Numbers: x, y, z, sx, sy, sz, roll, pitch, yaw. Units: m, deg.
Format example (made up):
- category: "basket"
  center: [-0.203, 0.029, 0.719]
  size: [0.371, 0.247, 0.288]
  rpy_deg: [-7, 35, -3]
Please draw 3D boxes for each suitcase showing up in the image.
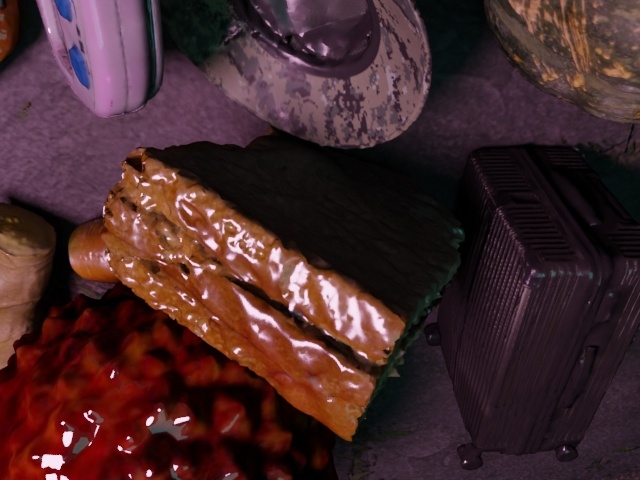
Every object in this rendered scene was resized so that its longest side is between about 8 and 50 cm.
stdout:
- category: "suitcase"
  center: [0.235, 0.081, 0.667]
  size: [0.152, 0.230, 0.335]
  rpy_deg: [-4, 129, -3]

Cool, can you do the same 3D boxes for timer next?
- category: "timer"
  center: [-0.181, -0.210, 0.428]
  size: [0.069, 0.191, 0.209]
  rpy_deg: [-21, 135, -27]

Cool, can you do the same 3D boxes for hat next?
- category: "hat"
  center: [-0.007, -0.208, 0.465]
  size: [0.265, 0.128, 0.265]
  rpy_deg: [26, 156, 12]

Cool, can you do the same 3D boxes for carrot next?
- category: "carrot"
  center: [-0.192, 0.008, 0.662]
  size: [0.193, 0.087, 0.087]
  rpy_deg: [-3, 129, -1]

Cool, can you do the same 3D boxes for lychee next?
- category: "lychee"
  center: [-0.192, 0.267, 0.663]
  size: [0.424, 0.425, 0.500]
  rpy_deg: [11, 128, -14]

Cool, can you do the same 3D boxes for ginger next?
- category: "ginger"
  center: [-0.390, 0.074, 0.677]
  size: [0.109, 0.116, 0.263]
  rpy_deg: [5, 126, -32]

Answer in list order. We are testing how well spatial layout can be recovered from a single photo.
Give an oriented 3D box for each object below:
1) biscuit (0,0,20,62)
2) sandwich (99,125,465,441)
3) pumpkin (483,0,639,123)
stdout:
- category: "biscuit"
  center: [-0.426, -0.253, 0.452]
  size: [0.359, 0.046, 0.359]
  rpy_deg: [-2, 126, -2]
- category: "sandwich"
  center: [-0.001, 0.000, 0.546]
  size: [0.262, 0.325, 0.131]
  rpy_deg: [32, 115, 12]
- category: "pumpkin"
  center: [0.252, -0.240, 0.376]
  size: [0.257, 0.291, 0.328]
  rpy_deg: [20, 114, 16]
